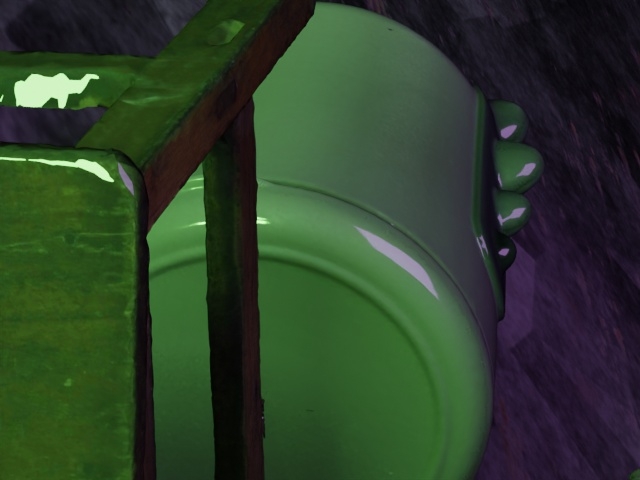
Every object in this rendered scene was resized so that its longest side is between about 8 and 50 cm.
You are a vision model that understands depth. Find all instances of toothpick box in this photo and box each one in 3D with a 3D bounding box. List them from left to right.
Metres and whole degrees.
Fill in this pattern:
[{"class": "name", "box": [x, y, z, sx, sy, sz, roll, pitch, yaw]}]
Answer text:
[{"class": "toothpick box", "box": [0.000, 0.000, 0.936, 0.229, 0.229, 0.316, 50, 24, -18]}]

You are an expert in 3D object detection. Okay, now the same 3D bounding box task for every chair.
[{"class": "chair", "box": [-0.141, 0.073, 0.512, 0.416, 0.203, 0.240, -49, 141, -66]}]

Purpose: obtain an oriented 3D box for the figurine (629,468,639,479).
[{"class": "figurine", "box": [0.236, 0.291, 1.155, 0.308, 0.143, 0.308, 48, 23, -28]}]
